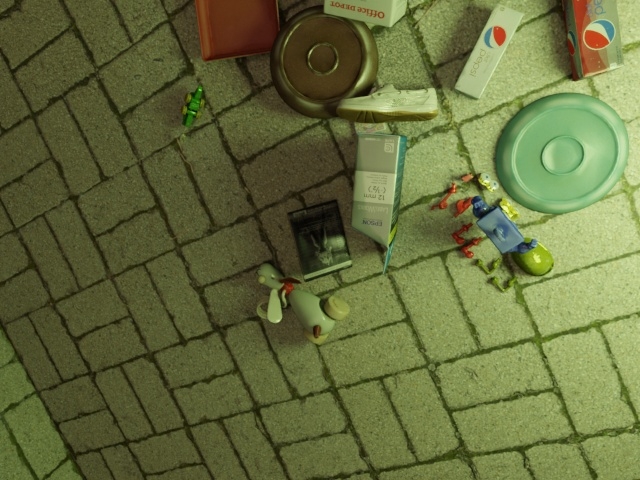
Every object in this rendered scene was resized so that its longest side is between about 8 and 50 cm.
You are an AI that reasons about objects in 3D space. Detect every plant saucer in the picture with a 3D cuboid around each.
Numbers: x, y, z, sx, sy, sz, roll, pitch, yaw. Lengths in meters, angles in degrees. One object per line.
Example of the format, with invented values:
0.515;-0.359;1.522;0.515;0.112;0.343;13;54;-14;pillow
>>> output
-0.239;-0.672;1.242;0.259;0.048;0.258;-1;102;16;plant saucer
0.630;-0.222;1.106;0.318;0.044;0.317;4;103;16;plant saucer
0.007;-0.501;1.181;0.311;0.050;0.310;1;98;6;plant saucer

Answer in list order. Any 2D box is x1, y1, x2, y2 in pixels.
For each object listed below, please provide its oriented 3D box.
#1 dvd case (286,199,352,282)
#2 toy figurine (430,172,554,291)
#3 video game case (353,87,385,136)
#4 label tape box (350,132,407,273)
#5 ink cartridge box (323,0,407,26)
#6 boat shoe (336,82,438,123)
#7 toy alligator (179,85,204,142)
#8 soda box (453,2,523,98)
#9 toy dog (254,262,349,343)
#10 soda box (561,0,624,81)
0.000;0.000;1.301;0.165;0.018;0.221;-17;99;-19;dvd case
0.460;0.000;1.114;0.191;0.217;0.362;-38;90;20;toy figurine
0.133;-0.370;1.227;0.087;0.011;0.121;-12;99;18;video game case
0.157;-0.113;1.154;0.115;0.249;0.347;9;105;13;label tape box
0.118;-0.688;1.024;0.197;0.114;0.272;22;142;18;ink cartridge box
0.181;-0.382;1.165;0.277;0.098;0.096;0;88;-1;boat shoe
-0.421;-0.408;1.357;0.051;0.056;0.189;48;119;46;toy alligator
0.427;-0.478;1.088;0.074;0.069;0.216;27;109;8;soda box
-0.080;0.212;1.346;0.334;0.161;0.220;16;106;12;toy dog
0.641;-0.526;1.007;0.092;0.083;0.263;-11;99;18;soda box
